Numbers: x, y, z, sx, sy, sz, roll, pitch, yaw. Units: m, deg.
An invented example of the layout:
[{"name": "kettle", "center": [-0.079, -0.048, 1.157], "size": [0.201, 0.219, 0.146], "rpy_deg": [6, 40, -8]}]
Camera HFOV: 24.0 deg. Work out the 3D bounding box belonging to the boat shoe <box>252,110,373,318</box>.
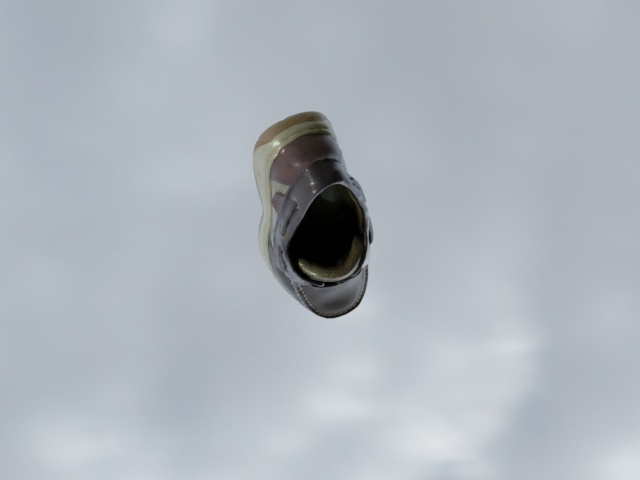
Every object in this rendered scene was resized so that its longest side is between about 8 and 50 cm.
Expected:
[{"name": "boat shoe", "center": [0.000, 0.000, 1.400], "size": [0.103, 0.092, 0.285], "rpy_deg": [-19, -35, -8]}]
